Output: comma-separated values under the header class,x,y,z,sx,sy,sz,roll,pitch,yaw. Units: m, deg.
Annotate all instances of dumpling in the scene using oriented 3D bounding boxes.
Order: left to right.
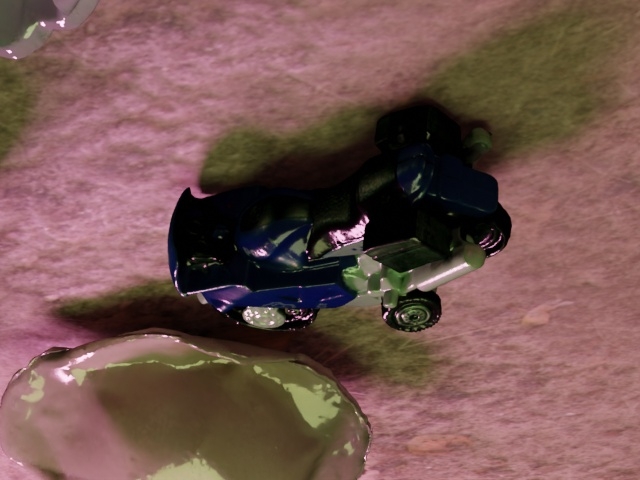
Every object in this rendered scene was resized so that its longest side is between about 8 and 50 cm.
class,x,y,z,sx,sy,sz,roll,pitch,yaw
dumpling,-0.126,0.180,1.675,0.341,0.181,0.260,32,126,7

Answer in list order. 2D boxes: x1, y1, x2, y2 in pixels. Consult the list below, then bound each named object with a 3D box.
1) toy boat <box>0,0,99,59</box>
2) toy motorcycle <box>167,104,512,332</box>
class,x,y,z,sx,sy,sz,roll,pitch,yaw
toy boat,-0.242,-0.200,1.093,0.290,0.100,0.199,-5,149,16
toy motorcycle,0.000,0.000,1.394,0.196,0.125,0.331,27,146,-36
